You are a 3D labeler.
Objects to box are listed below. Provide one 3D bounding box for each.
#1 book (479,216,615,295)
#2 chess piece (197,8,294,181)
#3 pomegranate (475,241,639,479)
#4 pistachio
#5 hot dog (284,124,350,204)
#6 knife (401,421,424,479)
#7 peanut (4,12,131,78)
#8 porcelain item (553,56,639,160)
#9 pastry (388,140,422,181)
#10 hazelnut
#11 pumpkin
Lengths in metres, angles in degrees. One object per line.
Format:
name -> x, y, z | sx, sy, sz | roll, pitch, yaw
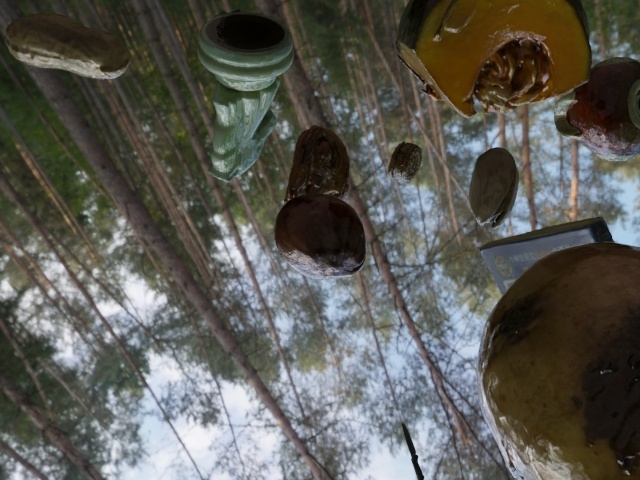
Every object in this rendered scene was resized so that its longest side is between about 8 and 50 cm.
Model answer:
book -> 0.447, 0.178, 1.064 | 0.039, 0.428, 0.300 | -27, -178, -20
chess piece -> -0.143, -0.258, 1.196 | 0.175, 0.298, 0.176 | 5, -137, -4
pomegranate -> 0.310, 0.143, 0.633 | 0.322, 0.322, 0.322 | -10, -140, 9
pistachio -> 0.508, -0.154, 1.845 | 0.137, 0.238, 0.153 | 10, 180, -13
hot dog -> -0.008, -0.176, 1.719 | 0.175, 0.259, 0.114 | 2, -162, -26
knife -> 0.194, 0.445, 1.341 | 0.010, 0.023, 0.170 | 21, -158, -18
peanut -> -0.427, -0.330, 1.074 | 0.214, 0.100, 0.100 | 17, -133, 7
porcelain item -> 0.690, -0.311, 1.526 | 0.252, 0.253, 0.253 | -10, -140, 9
pastry -> 0.214, -0.198, 1.596 | 0.057, 0.097, 0.109 | 23, -129, 22
hazelnut -> 0.000, 0.000, 0.994 | 0.143, 0.154, 0.143 | -23, -124, 38
pumpkin -> 0.279, -0.337, 1.043 | 0.303, 0.256, 0.225 | -14, -155, 4
